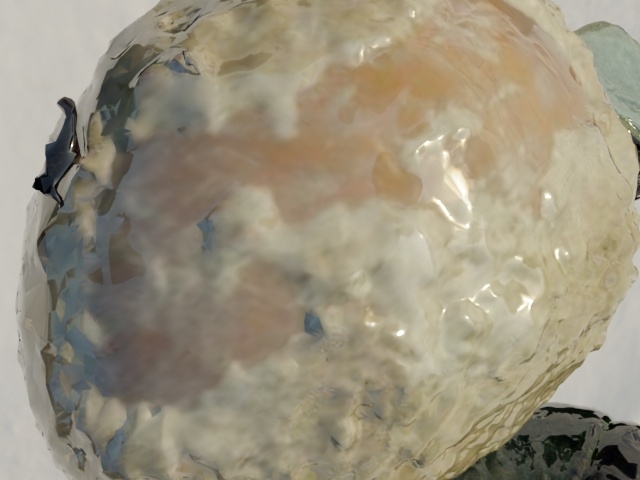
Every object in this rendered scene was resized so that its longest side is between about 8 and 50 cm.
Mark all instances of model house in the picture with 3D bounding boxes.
[{"bbox_3d":[0.204,-0.081,1.309,0.165,0.106,0.152,41,139,-5],"label":"model house"}]

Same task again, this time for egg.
[{"bbox_3d":[0.000,0.000,0.775,0.279,0.279,0.310,42,96,2],"label":"egg"}]

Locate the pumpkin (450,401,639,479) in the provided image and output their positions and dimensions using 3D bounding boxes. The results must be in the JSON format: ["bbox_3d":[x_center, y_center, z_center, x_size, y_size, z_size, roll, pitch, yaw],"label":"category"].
[{"bbox_3d":[0.135,0.213,1.000,0.250,0.216,0.249,-3,71,7],"label":"pumpkin"}]
